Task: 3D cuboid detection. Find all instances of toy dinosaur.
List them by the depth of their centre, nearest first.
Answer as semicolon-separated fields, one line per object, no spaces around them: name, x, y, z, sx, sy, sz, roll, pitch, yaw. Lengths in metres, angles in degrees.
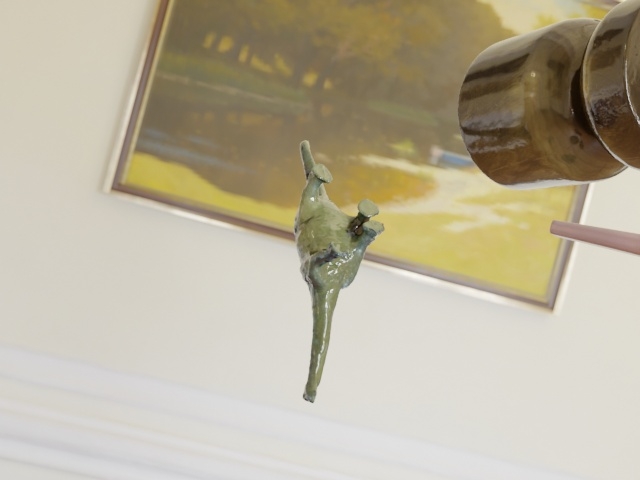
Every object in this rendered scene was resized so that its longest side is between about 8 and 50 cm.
toy dinosaur;0.005;-0.003;1.126;0.076;0.363;0.147;12;-39;-21

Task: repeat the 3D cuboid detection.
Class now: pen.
pen;0.440;0.000;1.483;0.197;0.032;0.053;15;-2;34

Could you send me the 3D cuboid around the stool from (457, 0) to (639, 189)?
stool;0.289;-0.149;1.044;0.179;0.179;0.264;15;-9;-27
